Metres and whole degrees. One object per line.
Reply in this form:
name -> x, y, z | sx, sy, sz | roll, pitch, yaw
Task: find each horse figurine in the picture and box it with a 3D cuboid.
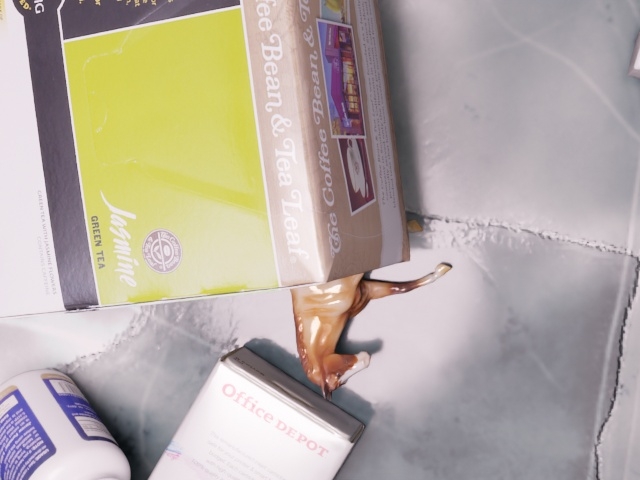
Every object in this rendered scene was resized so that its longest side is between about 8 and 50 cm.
horse figurine -> 0.000, 0.000, 1.250 | 0.174, 0.066, 0.263 | -36, 88, 5

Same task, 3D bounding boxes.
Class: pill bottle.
pill bottle -> -0.250, 0.221, 1.241 | 0.112, 0.112, 0.187 | -53, 48, 9

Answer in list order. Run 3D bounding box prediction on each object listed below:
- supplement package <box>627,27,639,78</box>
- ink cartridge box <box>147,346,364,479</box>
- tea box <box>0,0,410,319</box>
supplement package -> 0.354, -0.226, 1.154 | 0.105, 0.105, 0.179 | 15, 95, 9
ink cartridge box -> -0.077, 0.235, 1.263 | 0.154, 0.093, 0.212 | 31, 100, 6
tea box -> -0.119, -0.115, 1.129 | 0.324, 0.220, 0.328 | -6, 92, 23
